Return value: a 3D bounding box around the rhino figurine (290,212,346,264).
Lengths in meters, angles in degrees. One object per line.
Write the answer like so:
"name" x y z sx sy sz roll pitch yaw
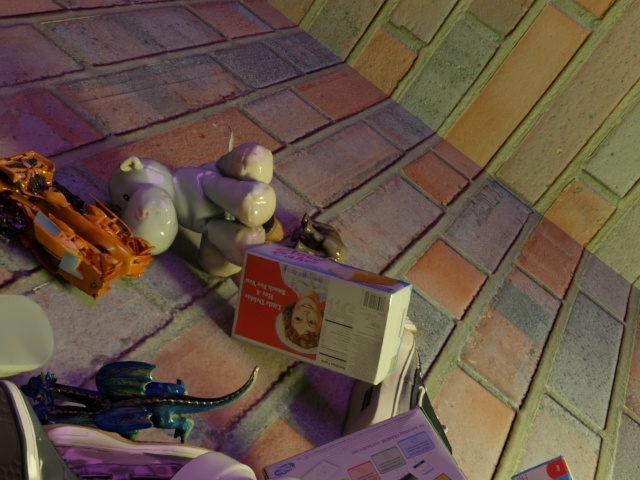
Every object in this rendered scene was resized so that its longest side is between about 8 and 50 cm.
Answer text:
"rhino figurine" 0.000 0.000 2.096 0.106 0.073 0.243 32 10 -8

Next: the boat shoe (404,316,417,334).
"boat shoe" 0.064 0.134 1.902 0.277 0.098 0.096 10 55 -44

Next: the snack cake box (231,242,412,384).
"snack cake box" -0.001 0.113 1.689 0.264 0.152 0.089 16 16 23

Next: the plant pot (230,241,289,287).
"plant pot" -0.068 0.070 1.953 0.236 0.032 0.236 29 25 -15

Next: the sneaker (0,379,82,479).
"sneaker" -0.276 0.252 1.127 0.163 0.086 0.226 -1 71 -60

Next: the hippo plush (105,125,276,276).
"hippo plush" -0.226 -0.087 1.778 0.236 0.234 0.294 6 55 -30

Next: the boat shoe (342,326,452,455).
"boat shoe" 0.140 0.285 1.746 0.158 0.127 0.340 40 31 -8

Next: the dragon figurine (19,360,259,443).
"dragon figurine" -0.227 0.199 1.296 0.144 0.289 0.085 42 42 -62

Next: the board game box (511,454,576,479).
"board game box" 0.395 0.520 1.501 0.308 0.086 0.302 59 12 -28

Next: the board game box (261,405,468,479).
"board game box" 0.089 0.375 1.348 0.242 0.064 0.316 -19 39 -11

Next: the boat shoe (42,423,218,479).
"boat shoe" -0.220 0.291 1.264 0.285 0.103 0.092 19 51 -30

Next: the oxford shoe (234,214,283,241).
"oxford shoe" -0.156 -0.050 2.002 0.212 0.076 0.076 33 -6 31

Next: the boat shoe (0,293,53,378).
"boat shoe" -0.477 0.115 1.189 0.367 0.156 0.136 9 61 -66

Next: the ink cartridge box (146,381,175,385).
"ink cartridge box" -0.235 0.217 1.431 0.083 0.048 0.028 11 34 -44

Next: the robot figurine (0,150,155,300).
"robot figurine" -0.405 -0.036 1.629 0.291 0.085 0.211 39 23 7

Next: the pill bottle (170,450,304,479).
"pill bottle" -0.009 0.382 1.132 0.363 0.210 0.210 24 17 27
